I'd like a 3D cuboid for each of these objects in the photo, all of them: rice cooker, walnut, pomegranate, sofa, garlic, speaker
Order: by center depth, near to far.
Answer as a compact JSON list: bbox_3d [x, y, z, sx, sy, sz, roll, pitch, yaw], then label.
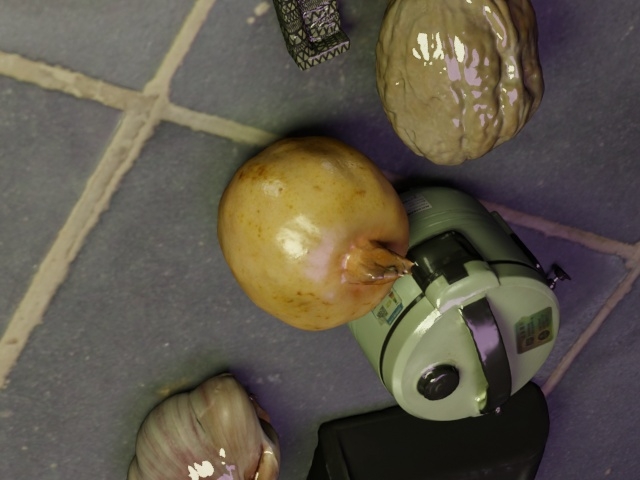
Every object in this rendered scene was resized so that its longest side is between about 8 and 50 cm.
[{"bbox_3d":[-0.012,-0.227,1.364,0.060,0.039,0.118,-27,137,-9],"label":"sofa"},{"bbox_3d":[0.136,-0.190,1.403,0.178,0.178,0.230,-25,132,-11],"label":"walnut"},{"bbox_3d":[-0.011,-0.007,1.451,0.207,0.207,0.207,-17,134,-18],"label":"pomegranate"},{"bbox_3d":[0.142,0.072,1.575,0.226,0.244,0.226,-14,133,-15],"label":"rice cooker"},{"bbox_3d":[-0.103,0.287,1.653,0.207,0.256,0.207,-31,180,0],"label":"garlic"},{"bbox_3d":[0.145,0.329,1.844,0.388,0.184,0.180,-9,131,-26],"label":"speaker"}]

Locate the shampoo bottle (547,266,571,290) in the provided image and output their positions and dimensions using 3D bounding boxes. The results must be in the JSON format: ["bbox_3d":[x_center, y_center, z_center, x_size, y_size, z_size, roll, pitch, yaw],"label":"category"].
[{"bbox_3d":[0.264,0.087,1.818,0.137,0.027,0.048,-46,127,12],"label":"shampoo bottle"}]
